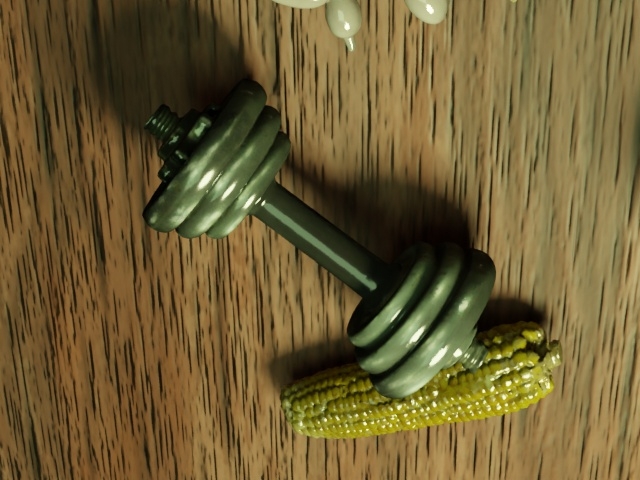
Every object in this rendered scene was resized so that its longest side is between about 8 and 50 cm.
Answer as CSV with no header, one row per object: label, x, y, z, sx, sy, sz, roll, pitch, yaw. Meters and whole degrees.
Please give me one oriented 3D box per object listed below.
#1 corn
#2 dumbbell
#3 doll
corn,0.105,0.155,1.519,0.320,0.097,0.097,-14,116,23
dumbbell,0.000,0.000,1.398,0.406,0.179,0.179,37,123,-9
doll,0.046,-0.248,1.304,0.160,0.059,0.161,33,123,-7
